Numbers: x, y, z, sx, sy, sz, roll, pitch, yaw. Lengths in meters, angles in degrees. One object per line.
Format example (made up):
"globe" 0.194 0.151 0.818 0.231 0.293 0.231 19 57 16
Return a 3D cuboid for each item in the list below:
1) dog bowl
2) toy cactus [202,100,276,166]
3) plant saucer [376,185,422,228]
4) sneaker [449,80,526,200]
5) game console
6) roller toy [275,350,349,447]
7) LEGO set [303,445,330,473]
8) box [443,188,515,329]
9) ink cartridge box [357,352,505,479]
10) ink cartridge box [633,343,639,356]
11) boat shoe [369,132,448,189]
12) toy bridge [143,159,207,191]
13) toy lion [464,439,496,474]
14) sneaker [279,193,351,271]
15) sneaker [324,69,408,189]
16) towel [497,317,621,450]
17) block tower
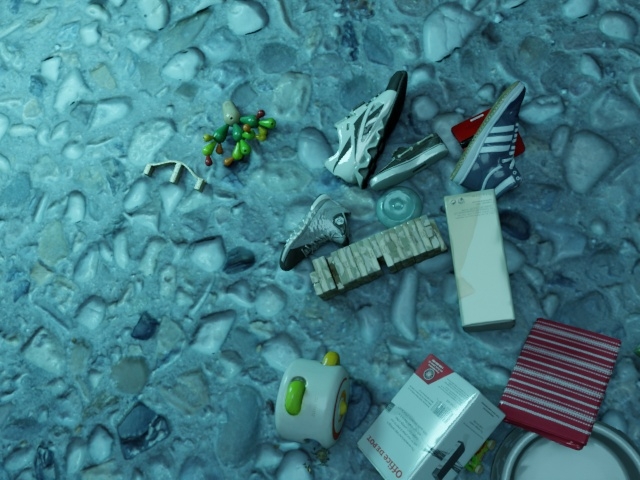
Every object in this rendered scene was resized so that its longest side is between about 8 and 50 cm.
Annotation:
"dog bowl" 0.544 0.540 1.501 0.349 0.102 0.348 -3 75 12
"toy cactus" -0.237 -0.308 1.905 0.219 0.112 0.180 -29 62 13
"plant saucer" 0.199 -0.086 1.780 0.119 0.021 0.119 -3 76 12
"sneaker" 0.450 -0.231 1.684 0.153 0.099 0.282 31 105 3
"game console" 0.425 -0.259 1.777 0.144 0.085 0.124 -25 41 5
"roller toy" -0.009 0.377 1.624 0.146 0.209 0.191 7 117 15
"LEGO set" -0.004 0.522 1.677 0.083 0.023 0.054 -29 69 18
"box" 0.374 0.052 1.641 0.121 0.148 0.311 -8 73 12
"ink cartridge box" 0.239 0.420 1.546 0.273 0.114 0.197 -49 30 -3
"ink cartridge box" 0.785 0.162 1.504 0.056 0.171 0.235 41 88 18
"boat shoe" 0.216 -0.202 1.782 0.219 0.078 0.070 -28 72 -3
"toy bridge" -0.398 -0.188 1.942 0.188 0.026 0.063 17 79 16
"toy lion" 0.346 0.467 1.566 0.034 0.096 0.100 20 80 50
"sneaker" 0.000 0.000 1.773 0.132 0.086 0.228 30 83 16
"sneaker" 0.115 -0.308 1.803 0.146 0.122 0.330 25 82 16
"towel" 0.524 0.308 1.537 0.199 0.031 0.274 15 58 32
"block tower" 0.139 0.042 1.725 0.336 0.097 0.090 -22 73 5
